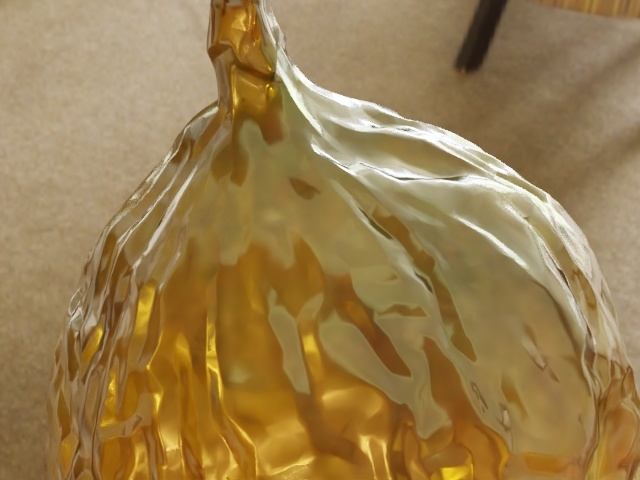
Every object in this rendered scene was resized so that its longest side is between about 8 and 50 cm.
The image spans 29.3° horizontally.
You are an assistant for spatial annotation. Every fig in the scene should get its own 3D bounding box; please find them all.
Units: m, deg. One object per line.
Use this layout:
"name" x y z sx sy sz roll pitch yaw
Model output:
"fig" 0.000 0.000 0.549 0.286 0.369 0.286 -7 21 3

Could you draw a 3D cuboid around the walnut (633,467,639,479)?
"walnut" 0.175 0.227 1.086 0.195 0.221 0.195 19 56 -30
